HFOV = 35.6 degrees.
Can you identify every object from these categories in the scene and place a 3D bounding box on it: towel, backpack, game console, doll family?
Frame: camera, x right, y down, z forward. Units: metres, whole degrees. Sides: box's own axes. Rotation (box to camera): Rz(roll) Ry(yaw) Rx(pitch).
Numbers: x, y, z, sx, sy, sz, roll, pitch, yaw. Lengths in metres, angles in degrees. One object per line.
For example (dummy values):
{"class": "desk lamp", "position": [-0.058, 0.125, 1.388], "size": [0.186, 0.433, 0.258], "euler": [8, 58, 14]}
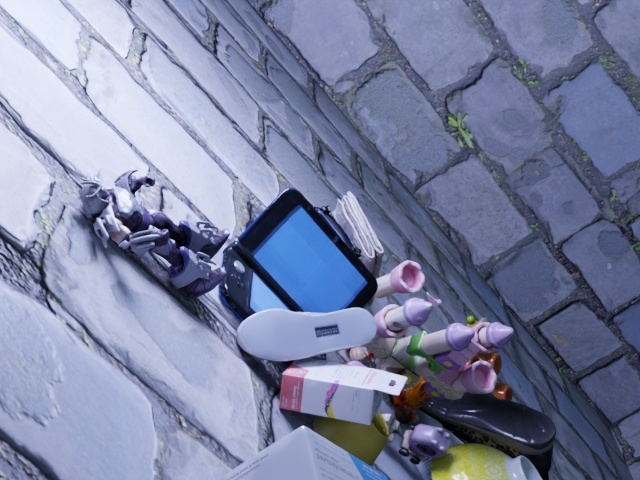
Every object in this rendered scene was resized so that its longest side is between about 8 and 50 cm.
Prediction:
{"class": "towel", "position": [0.082, 0.024, 2.337], "size": [0.282, 0.049, 0.187], "euler": [93, -26, -60]}
{"class": "backpack", "position": [0.000, 0.000, 2.233], "size": [0.158, 0.117, 0.173], "euler": [53, -1, -8]}
{"class": "game console", "position": [-0.030, 0.092, 1.858], "size": [0.293, 0.173, 0.250], "euler": [48, 17, -21]}
{"class": "doll family", "position": [0.162, 0.273, 2.135], "size": [0.263, 0.118, 0.163], "euler": [51, 16, -12]}

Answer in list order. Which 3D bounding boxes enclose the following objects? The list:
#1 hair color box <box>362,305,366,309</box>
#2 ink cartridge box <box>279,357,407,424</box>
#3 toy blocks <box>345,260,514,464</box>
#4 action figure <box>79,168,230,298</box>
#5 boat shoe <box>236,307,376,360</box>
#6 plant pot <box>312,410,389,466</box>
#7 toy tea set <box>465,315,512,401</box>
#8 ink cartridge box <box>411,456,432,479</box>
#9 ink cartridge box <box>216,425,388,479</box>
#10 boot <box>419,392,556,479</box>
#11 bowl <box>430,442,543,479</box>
{"class": "hair color box", "position": [0.049, 0.151, 2.168], "size": [0.072, 0.043, 0.141], "euler": [38, 15, 5]}
{"class": "ink cartridge box", "position": [0.041, 0.257, 1.697], "size": [0.115, 0.198, 0.067], "euler": [-34, 131, -74]}
{"class": "toy blocks", "position": [0.223, 0.226, 1.939], "size": [0.289, 0.260, 0.308], "euler": [38, 58, -18]}
{"class": "action figure", "position": [-0.267, -0.025, 1.560], "size": [0.285, 0.099, 0.185], "euler": [36, 29, -41]}
{"class": "boat shoe", "position": [-0.030, 0.170, 1.748], "size": [0.258, 0.084, 0.095], "euler": [2, 72, -24]}
{"class": "plant pot", "position": [0.064, 0.340, 1.757], "size": [0.134, 0.095, 0.134], "euler": [48, 17, -20]}
{"class": "toy tea set", "position": [0.400, 0.362, 2.666], "size": [0.200, 0.124, 0.336], "euler": [-55, 134, -38]}
{"class": "ink cartridge box", "position": [0.282, 0.521, 2.113], "size": [0.206, 0.045, 0.208], "euler": [61, 15, 21]}
{"class": "ink cartridge box", "position": [-0.010, 0.413, 1.210], "size": [0.198, 0.197, 0.270], "euler": [40, 22, -41]}
{"class": "boot", "position": [0.366, 0.469, 2.235], "size": [0.138, 0.378, 0.284], "euler": [-36, 126, -36]}
{"class": "bowl", "position": [0.364, 0.516, 1.997], "size": [0.289, 0.156, 0.289], "euler": [48, 19, -23]}
